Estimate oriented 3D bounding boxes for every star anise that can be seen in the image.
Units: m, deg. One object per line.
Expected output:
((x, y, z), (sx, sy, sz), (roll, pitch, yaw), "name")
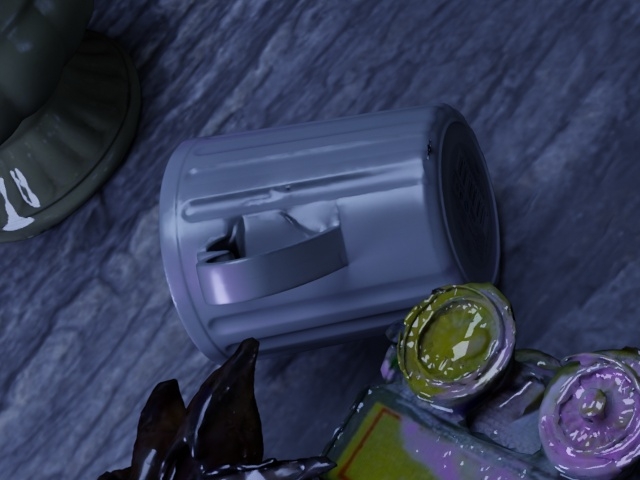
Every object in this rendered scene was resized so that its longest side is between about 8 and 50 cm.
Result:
((-0.093, 0.193, 1.201), (0.272, 0.102, 0.272), (-14, 73, 54), "star anise")

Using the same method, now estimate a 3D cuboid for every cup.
((0.006, 0.010, 1.279), (0.202, 0.167, 0.221), (-10, 37, 22), "cup")

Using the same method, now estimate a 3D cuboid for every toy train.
((0.123, 0.141, 1.152), (0.261, 0.134, 0.177), (26, 76, 40), "toy train")

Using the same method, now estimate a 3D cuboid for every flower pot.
((-0.295, -0.151, 1.520), (0.307, 0.244, 0.307), (-14, 54, 20), "flower pot")
